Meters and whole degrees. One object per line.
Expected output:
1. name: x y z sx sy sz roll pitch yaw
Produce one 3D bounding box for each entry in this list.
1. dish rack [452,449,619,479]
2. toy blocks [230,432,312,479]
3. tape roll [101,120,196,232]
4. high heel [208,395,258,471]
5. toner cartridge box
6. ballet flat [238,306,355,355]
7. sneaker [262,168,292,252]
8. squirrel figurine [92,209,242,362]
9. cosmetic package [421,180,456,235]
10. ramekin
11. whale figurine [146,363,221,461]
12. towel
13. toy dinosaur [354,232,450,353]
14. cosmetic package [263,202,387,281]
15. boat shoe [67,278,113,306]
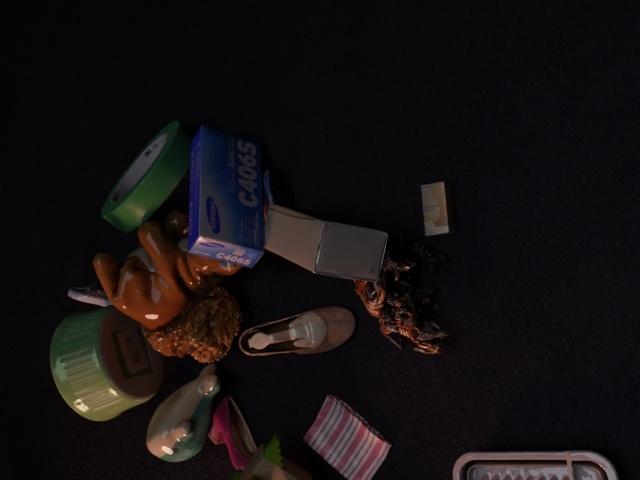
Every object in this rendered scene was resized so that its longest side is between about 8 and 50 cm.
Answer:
1. dish rack: 0.438 0.555 1.518 0.333 0.072 0.285 -10 82 32
2. toy blocks: -0.109 0.671 1.785 0.261 0.191 0.381 35 91 -9
3. tape roll: -0.447 -0.169 2.020 0.321 0.077 0.321 -39 26 23
4. high heel: -0.183 0.500 1.925 0.244 0.082 0.117 34 107 40
5. toner cartridge box: -0.227 -0.111 1.853 0.075 0.165 0.347 -49 36 43
6. ballet flat: -0.066 0.229 1.844 0.316 0.106 0.107 -19 77 31
7. sneaker: -0.123 -0.071 1.917 0.087 0.083 0.221 -11 79 37
8. squirrel figurine: -0.312 0.109 1.959 0.371 0.281 0.396 -19 91 20
9. cosmetic package: 0.259 -0.068 1.689 0.060 0.041 0.115 -10 82 33
10. ramekin: -0.554 0.315 2.050 0.148 0.303 0.303 -21 76 23
11. whale figurine: -0.330 0.453 1.990 0.272 0.141 0.216 -51 19 4
12. towel: 0.059 0.473 1.794 0.197 0.029 0.144 36 107 29
13. toy dinosaur: 0.156 0.112 1.690 0.322 0.164 0.218 28 118 16
14. cosmetic package: 0.000 0.000 1.706 0.309 0.160 0.113 19 98 62
15. boat shoe: -0.641 0.150 2.242 0.229 0.080 0.076 10 86 32
